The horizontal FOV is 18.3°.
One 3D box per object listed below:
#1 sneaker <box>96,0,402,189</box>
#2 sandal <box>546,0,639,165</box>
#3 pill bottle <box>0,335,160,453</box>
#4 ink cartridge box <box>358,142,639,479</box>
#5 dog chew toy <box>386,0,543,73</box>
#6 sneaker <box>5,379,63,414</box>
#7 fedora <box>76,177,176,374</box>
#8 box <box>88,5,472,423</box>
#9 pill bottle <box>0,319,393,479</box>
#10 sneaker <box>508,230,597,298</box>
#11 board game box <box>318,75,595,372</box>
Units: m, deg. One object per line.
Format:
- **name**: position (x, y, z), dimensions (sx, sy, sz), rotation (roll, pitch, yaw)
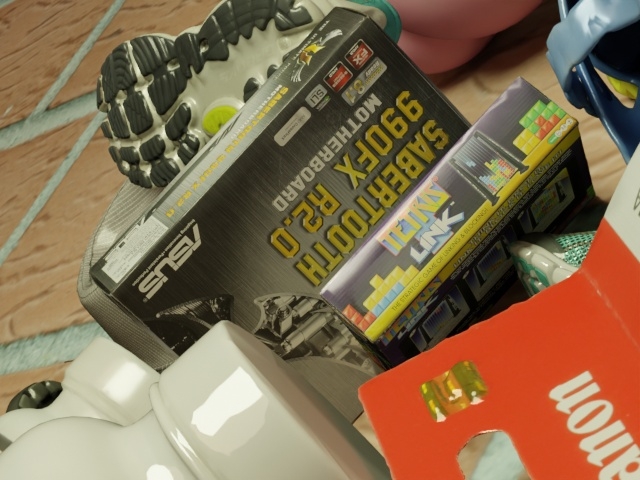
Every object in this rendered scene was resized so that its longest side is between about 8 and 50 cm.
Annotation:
- **sneaker**: position (-0.055, -0.104, 1.358), dimensions (0.110, 0.107, 0.275), rotation (-13, -2, -43)
- **sandal**: position (0.196, -0.137, 1.193), dimensions (0.126, 0.138, 0.317), rotation (-40, 21, 18)
- **pill bottle**: position (-0.177, 0.205, 1.220), dimensions (0.278, 0.162, 0.162), rotation (-50, 22, -12)
- **ink cartridge box**: position (0.195, 0.015, 0.880), dimensions (0.385, 0.091, 0.308), rotation (-29, 26, 3)
- **dog chew toy**: position (0.098, -0.239, 1.414), dimensions (0.206, 0.207, 0.332), rotation (-60, -5, -32)
- **sneaker**: position (-0.239, 0.185, 1.396), dimensions (0.106, 0.101, 0.267), rotation (-49, -11, 22)
- **fedora**: position (-0.076, -0.004, 1.452), dimensions (0.275, 0.124, 0.243), rotation (-35, 25, 24)
- **box**: position (0.000, 0.000, 1.232), dimensions (0.231, 0.183, 0.056), rotation (-47, 25, -5)
- **pill bottle**: position (-0.134, 0.240, 0.993), dimensions (0.408, 0.229, 0.229), rotation (-44, 22, 3)
- **sneaker**: position (0.167, 0.019, 1.092), dimensions (0.076, 0.065, 0.166), rotation (-34, 23, -15)
- **board game box**: position (0.084, 0.000, 1.162), dimensions (0.170, 0.048, 0.141), rotation (-47, -21, -5)
